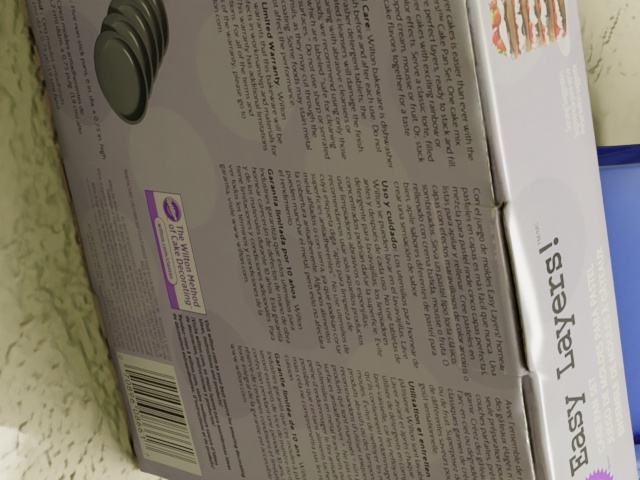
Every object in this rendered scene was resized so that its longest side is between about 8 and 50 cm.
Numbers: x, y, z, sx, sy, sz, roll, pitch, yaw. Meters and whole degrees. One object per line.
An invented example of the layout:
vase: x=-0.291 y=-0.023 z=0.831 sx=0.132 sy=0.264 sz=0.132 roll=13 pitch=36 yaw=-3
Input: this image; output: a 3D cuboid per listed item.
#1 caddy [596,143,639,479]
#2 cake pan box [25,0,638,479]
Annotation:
caddy: x=0.162 y=0.043 z=0.840 sx=0.341 sy=0.241 sz=0.179 roll=-8 pitch=95 yaw=-44
cake pan box: x=0.000 y=0.000 z=0.664 sx=0.070 sy=0.246 sz=0.267 roll=-27 pitch=113 yaw=-39
